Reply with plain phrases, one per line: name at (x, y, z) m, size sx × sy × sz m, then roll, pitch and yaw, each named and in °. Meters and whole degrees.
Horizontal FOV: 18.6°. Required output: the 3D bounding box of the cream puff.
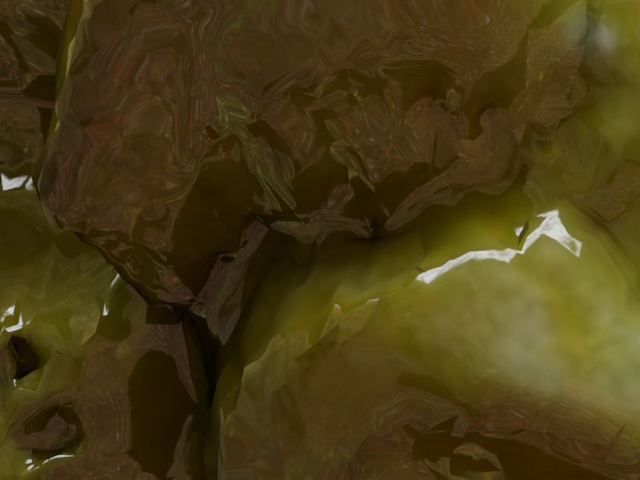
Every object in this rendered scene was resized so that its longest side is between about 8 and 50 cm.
cream puff at (0.000, 0.000, 0.543) m, size 0.275 × 0.378 × 0.378 m, roll -21°, pitch -29°, yaw -15°
